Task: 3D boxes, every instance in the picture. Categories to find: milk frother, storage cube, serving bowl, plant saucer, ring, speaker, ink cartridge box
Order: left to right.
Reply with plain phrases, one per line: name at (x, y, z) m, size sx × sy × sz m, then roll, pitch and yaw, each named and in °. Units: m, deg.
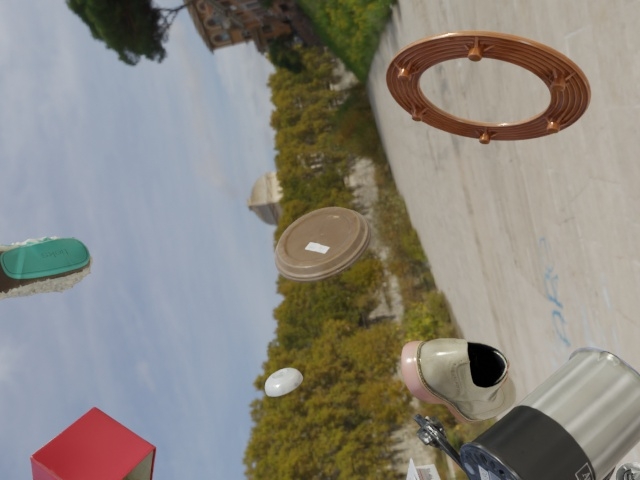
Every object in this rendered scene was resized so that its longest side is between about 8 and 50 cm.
storage cube at (-0.516, 0.538, 1.361) m, size 0.215 × 0.193 × 0.184 m, roll -40°, pitch -29°, yaw -53°
serving bowl at (-0.079, 0.288, 1.235) m, size 0.083 × 0.083 × 0.027 m, roll -79°, pitch -31°, yaw -75°
plant saucer at (0.000, 0.000, 1.597) m, size 0.278 × 0.277 × 0.041 m, roll -94°, pitch -17°, yaw -50°
ink cartridge box at (0.220, 0.546, 1.242) m, size 0.104 × 0.060 × 0.180 m, roll -108°, pitch 17°, yaw -56°
ring at (0.273, -0.240, 1.007) m, size 0.336 × 0.336 × 0.032 m, roll 59°, pitch -135°, yaw -72°
milk frother at (0.168, 0.153, 0.492) m, size 0.143 × 0.134 × 0.129 m, roll 42°, pitch 153°, yaw 37°
speaker at (0.521, 0.412, 0.969) m, size 0.136 × 0.055 × 0.055 m, roll 50°, pitch -157°, yaw -37°

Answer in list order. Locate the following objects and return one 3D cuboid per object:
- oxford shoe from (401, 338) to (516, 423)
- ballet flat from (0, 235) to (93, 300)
oxford shoe at (0.322, 0.284, 1.194) m, size 0.397 × 0.146 × 0.141 m, roll 24°, pitch -125°, yaw -46°
ballet flat at (-0.653, 0.079, 1.173) m, size 0.409 × 0.147 × 0.147 m, roll -4°, pitch -99°, yaw -48°
